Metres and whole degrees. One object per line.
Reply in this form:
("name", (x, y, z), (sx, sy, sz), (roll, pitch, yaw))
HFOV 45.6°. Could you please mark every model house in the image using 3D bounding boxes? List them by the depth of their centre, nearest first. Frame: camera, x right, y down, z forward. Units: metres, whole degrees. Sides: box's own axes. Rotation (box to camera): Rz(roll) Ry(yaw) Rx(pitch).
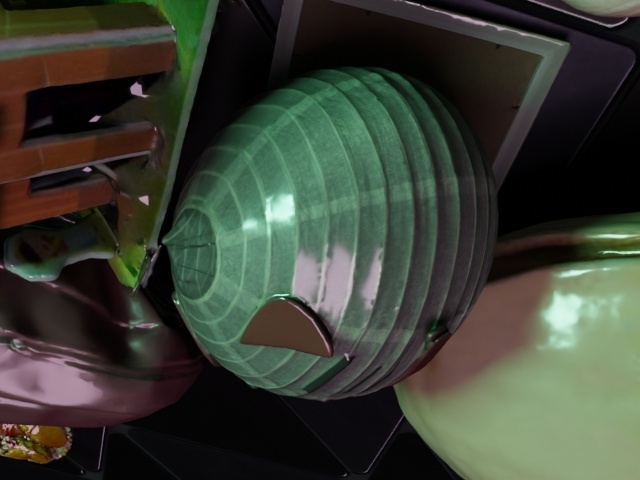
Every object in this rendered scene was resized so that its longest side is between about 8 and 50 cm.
("model house", (-0.295, -0.132, 0.476), (0.323, 0.340, 0.300), (-19, 150, -38))

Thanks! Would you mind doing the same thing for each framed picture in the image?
("framed picture", (0.053, -0.078, 0.643), (0.216, 0.016, 0.273), (14, 134, -4))

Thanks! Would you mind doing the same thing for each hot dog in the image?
("hot dog", (-0.437, 0.204, 0.951), (0.268, 0.075, 0.144), (22, 133, -10))

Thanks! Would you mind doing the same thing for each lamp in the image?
("lamp", (0.000, 0.000, 0.550), (0.233, 0.233, 0.265), (30, 152, -19))

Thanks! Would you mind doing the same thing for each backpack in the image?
("backpack", (-0.253, 0.060, 0.675), (0.317, 0.283, 0.197), (11, 94, -11))

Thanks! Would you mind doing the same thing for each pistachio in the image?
("pistachio", (0.275, 0.119, 0.634), (0.445, 0.281, 0.365), (-8, 136, 37))

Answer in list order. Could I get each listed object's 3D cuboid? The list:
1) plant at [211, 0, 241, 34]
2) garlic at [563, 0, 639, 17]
("plant", (-0.080, -0.187, 0.539), (0.051, 0.051, 0.102), (4, 144, 6))
("garlic", (0.197, -0.213, 0.389), (0.228, 0.152, 0.228), (0, 135, 0))
